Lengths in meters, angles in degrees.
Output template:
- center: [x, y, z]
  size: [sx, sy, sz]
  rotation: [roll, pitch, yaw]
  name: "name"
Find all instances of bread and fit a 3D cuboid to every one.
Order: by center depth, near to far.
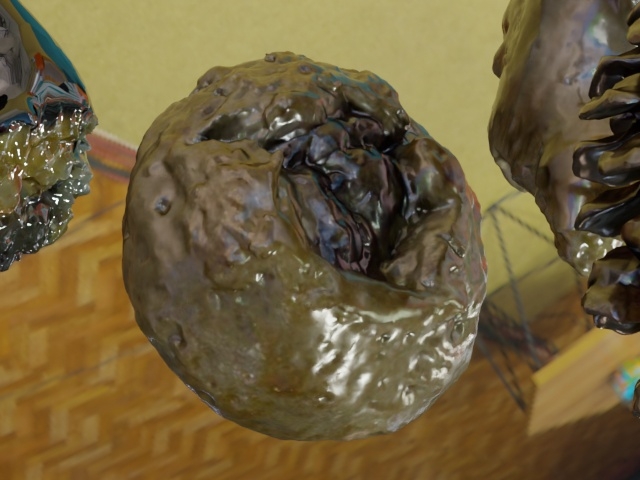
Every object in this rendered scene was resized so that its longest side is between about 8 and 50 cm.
- center: [0.000, 0.000, 0.712]
  size: [0.230, 0.230, 0.123]
  rotation: [-4, 162, -42]
  name: "bread"

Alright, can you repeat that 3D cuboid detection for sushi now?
- center: [-0.299, -0.095, 0.992]
  size: [0.200, 0.204, 0.213]
  rotation: [-23, 143, -57]
  name: "sushi"

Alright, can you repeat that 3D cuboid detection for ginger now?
- center: [0.152, -0.141, 0.651]
  size: [0.080, 0.333, 0.166]
  rotation: [21, 170, -31]
  name: "ginger"

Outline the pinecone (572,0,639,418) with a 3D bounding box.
- center: [0.189, -0.023, 0.482]
  size: [0.179, 0.204, 0.184]
  rotation: [29, 150, -14]
  name: "pinecone"
